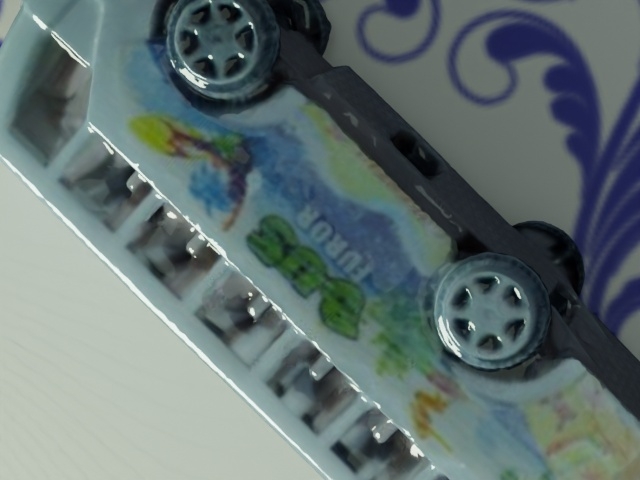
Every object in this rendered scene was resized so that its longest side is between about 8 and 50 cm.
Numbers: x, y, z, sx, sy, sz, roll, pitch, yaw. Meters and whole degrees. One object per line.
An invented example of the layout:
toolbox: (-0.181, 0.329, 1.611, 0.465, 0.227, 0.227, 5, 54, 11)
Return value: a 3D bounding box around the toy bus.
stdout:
toy bus: (0.000, 0.000, 0.797, 0.329, 0.109, 0.136, 44, 106, 5)
